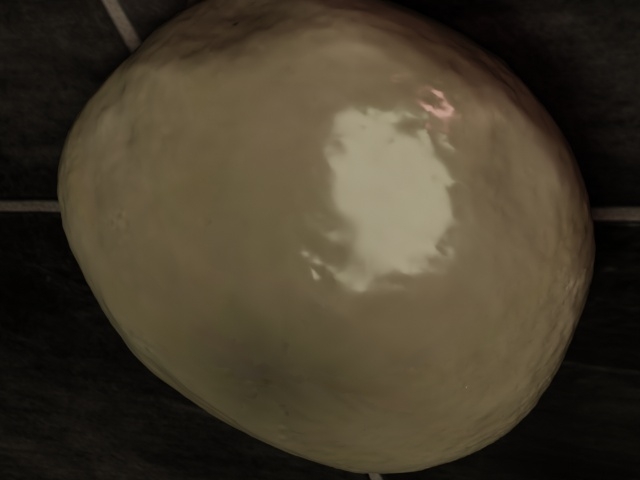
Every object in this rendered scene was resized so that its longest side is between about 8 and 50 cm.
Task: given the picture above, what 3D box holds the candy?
[{"bbox_3d":[0.000,0.000,1.268,0.386,0.186,0.427,35,139,-3],"label":"candy"}]
